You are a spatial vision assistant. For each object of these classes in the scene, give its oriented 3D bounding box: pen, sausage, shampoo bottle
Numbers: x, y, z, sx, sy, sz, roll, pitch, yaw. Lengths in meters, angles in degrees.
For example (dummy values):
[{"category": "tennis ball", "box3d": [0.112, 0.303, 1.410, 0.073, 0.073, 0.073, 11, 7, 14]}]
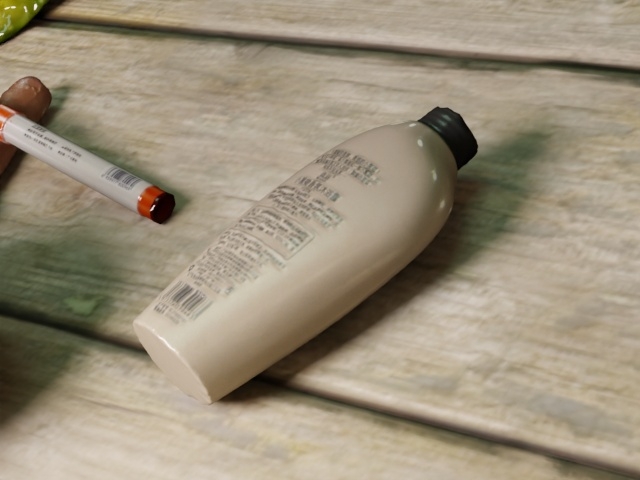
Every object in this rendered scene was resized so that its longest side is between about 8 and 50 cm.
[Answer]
[{"category": "pen", "box3d": [-0.199, -0.067, 1.363, 0.239, 0.028, 0.028, 27, 59, 36]}, {"category": "sausage", "box3d": [-0.265, -0.066, 1.428, 0.043, 0.043, 0.186, -6, 39, 25]}, {"category": "shampoo bottle", "box3d": [0.000, 0.000, 1.148, 0.257, 0.078, 0.127, -40, 33, -17]}]

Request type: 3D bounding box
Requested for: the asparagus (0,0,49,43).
[{"category": "asparagus", "box3d": [-0.248, -0.294, 1.660, 0.128, 0.108, 0.382, 14, 52, 40]}]
